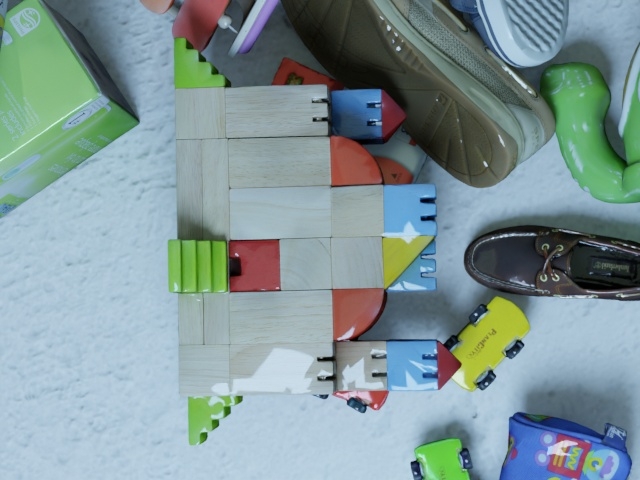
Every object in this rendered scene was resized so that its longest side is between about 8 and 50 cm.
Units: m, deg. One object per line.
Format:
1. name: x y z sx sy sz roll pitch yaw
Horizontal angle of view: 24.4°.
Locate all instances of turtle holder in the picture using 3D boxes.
1. turtle holder: 0.391 -0.130 1.420 0.243 0.320 0.227 -4 87 -29

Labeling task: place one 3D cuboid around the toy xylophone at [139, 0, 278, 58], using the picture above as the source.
1. toy xylophone: -0.168 -0.302 1.443 0.322 0.236 0.081 35 51 8

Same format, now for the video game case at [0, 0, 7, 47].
1. video game case: -0.415 -0.140 1.342 0.274 0.035 0.248 -11 58 18

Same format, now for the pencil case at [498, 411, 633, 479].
1. pencil case: 0.219 0.319 1.442 0.133 0.119 0.306 13 87 -7

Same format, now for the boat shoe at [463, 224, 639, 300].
1. boat shoe: 0.247 0.022 1.480 0.207 0.073 0.073 3 88 4

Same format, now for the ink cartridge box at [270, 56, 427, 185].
1. ink cartridge box: 0.014 -0.093 1.513 0.179 0.045 0.145 25 88 1

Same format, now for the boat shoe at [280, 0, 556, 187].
1. boat shoe: 0.087 -0.198 1.473 0.341 0.122 0.110 48 53 10

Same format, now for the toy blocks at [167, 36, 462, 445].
1. toy blocks: 0.000 0.000 1.403 0.260 0.191 0.381 -2 87 5

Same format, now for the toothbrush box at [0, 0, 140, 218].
1. toothbrush box: -0.339 -0.097 1.449 0.283 0.206 0.122 -33 86 0

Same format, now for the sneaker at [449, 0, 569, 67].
1. sneaker: 0.152 -0.311 1.465 0.127 0.126 0.321 -21 73 45

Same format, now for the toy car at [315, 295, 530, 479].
1. toy car: 0.110 0.185 1.487 0.239 0.053 0.225 -13 87 3
